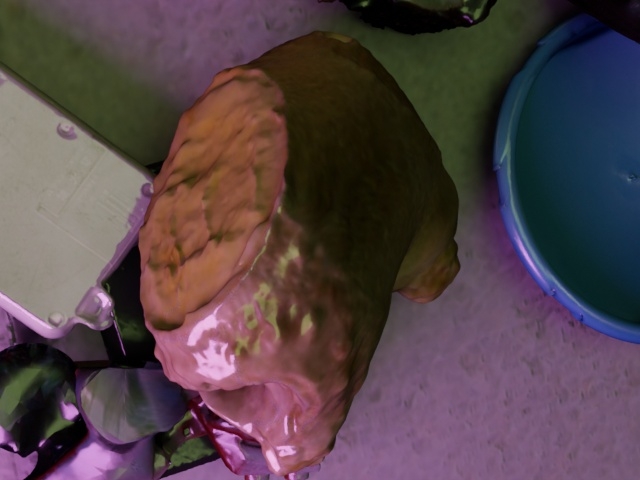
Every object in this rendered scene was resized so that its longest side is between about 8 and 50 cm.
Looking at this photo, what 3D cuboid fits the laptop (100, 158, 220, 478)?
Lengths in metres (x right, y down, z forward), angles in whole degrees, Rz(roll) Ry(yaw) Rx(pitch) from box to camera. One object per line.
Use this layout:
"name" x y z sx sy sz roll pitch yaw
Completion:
"laptop" -0.075 0.042 0.831 0.135 0.016 0.197 -18 96 -15

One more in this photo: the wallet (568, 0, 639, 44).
"wallet" 0.324 -0.164 0.884 0.318 0.172 0.045 -2 119 -18

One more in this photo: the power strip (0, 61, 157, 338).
"power strip" -0.216 -0.054 0.762 0.270 0.046 0.118 36 77 -10

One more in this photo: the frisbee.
"frisbee" 0.225 -0.046 0.910 0.242 0.045 0.242 3 82 -19

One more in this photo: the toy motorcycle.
"toy motorcycle" -0.097 0.120 0.779 0.213 0.082 0.122 0 91 -14

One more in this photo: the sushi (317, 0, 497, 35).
"sushi" 0.060 -0.173 0.837 0.094 0.084 0.098 24 88 -20

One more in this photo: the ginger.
"ginger" 0.000 0.000 0.762 0.221 0.130 0.275 28 61 -48
